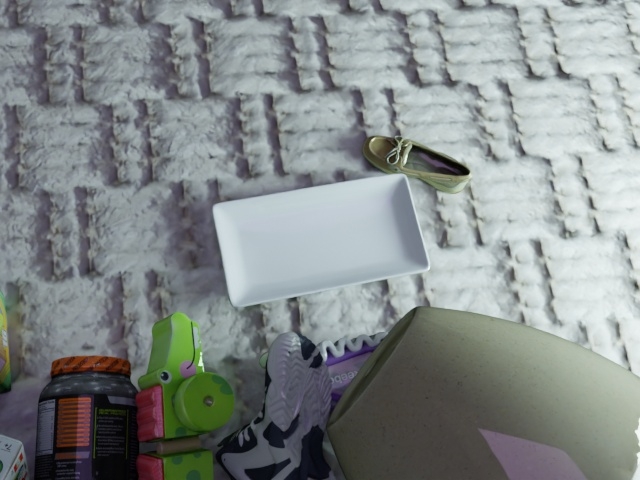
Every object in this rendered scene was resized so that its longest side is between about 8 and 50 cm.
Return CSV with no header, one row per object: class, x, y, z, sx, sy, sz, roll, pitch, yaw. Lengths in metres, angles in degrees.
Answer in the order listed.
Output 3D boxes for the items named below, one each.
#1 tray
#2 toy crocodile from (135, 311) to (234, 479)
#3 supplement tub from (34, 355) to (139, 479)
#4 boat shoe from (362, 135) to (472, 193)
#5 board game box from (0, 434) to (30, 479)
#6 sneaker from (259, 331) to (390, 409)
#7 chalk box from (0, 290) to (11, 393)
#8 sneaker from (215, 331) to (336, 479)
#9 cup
tray,0.000,0.000,1.164,0.270,0.030,0.145,-10,72,-10
toy crocodile,-0.162,0.252,0.987,0.105,0.115,0.340,1,78,-33
supplement tub,-0.266,0.234,1.006,0.117,0.117,0.190,0,71,-7
boat shoe,0.133,-0.111,1.207,0.153,0.048,0.056,25,70,2
board game box,-0.466,0.226,0.943,0.305,0.193,0.053,19,53,0
sneaker,0.047,0.170,1.085,0.236,0.095,0.104,-9,79,-5
chalk box,-0.437,0.101,0.979,0.132,0.213,0.132,-8,72,-9
sneaker,-0.066,0.215,1.013,0.094,0.153,0.235,-30,116,-49
cup,0.148,0.206,0.940,0.237,0.331,0.331,38,71,1
